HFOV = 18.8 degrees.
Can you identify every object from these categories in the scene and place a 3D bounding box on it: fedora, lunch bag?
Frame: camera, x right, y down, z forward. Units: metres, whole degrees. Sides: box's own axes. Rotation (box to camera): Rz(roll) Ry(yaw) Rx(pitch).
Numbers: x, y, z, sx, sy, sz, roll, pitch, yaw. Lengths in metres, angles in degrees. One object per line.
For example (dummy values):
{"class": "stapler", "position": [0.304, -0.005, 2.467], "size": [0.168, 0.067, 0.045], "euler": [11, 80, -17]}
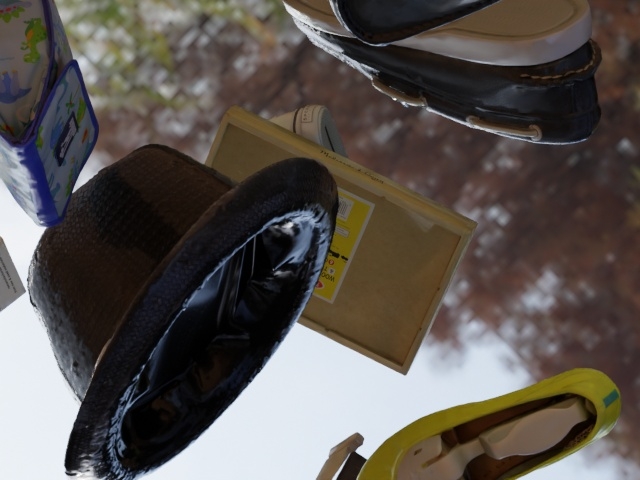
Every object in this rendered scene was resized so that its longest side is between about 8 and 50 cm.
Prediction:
{"class": "fedora", "position": [-0.133, 0.037, 1.547], "size": [0.334, 0.152, 0.334], "euler": [-44, 162, -19]}
{"class": "lunch bag", "position": [-0.216, -0.101, 1.402], "size": [0.096, 0.151, 0.129], "euler": [-12, 154, -2]}

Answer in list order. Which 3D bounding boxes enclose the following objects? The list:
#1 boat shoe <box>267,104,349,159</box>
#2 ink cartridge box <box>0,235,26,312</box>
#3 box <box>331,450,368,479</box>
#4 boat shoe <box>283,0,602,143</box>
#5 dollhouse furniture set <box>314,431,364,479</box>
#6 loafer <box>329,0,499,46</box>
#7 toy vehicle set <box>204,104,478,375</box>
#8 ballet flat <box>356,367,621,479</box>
{"class": "boat shoe", "position": [0.000, -0.042, 1.958], "size": [0.075, 0.226, 0.083], "euler": [-5, -146, 21]}
{"class": "ink cartridge box", "position": [-0.433, 0.056, 1.981], "size": [0.208, 0.087, 0.153], "euler": [-39, -130, -22]}
{"class": "box", "position": [0.049, 0.287, 1.602], "size": [0.093, 0.156, 0.158], "euler": [-60, 178, 41]}
{"class": "boat shoe", "position": [0.079, -0.133, 1.374], "size": [0.114, 0.091, 0.302], "euler": [-27, -152, -23]}
{"class": "dollhouse furniture set", "position": [-0.013, 0.311, 1.855], "size": [0.174, 0.303, 0.355], "euler": [-36, -162, 33]}
{"class": "loafer", "position": [0.092, -0.155, 0.877], "size": [0.223, 0.076, 0.078], "euler": [-32, -151, 26]}
{"class": "toy vehicle set", "position": [0.000, 0.000, 1.879], "size": [0.166, 0.267, 0.035], "euler": [-66, 173, 22]}
{"class": "ballet flat", "position": [0.124, 0.163, 1.500], "size": [0.231, 0.077, 0.077], "euler": [-25, -177, 14]}
